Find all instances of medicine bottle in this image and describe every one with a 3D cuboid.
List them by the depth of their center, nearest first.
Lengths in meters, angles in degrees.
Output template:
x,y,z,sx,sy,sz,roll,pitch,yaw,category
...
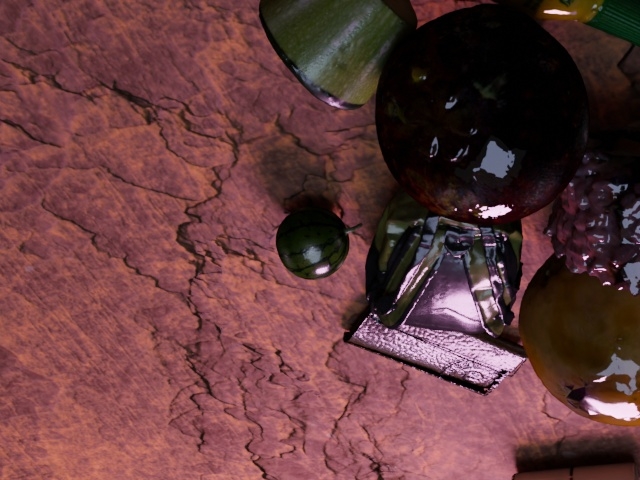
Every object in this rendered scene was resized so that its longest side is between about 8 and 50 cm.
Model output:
x,y,z,sx,sy,sz,roll,pitch,yaw,category
0.273,-0.271,1.491,0.260,0.064,0.095,22,119,-16,medicine bottle

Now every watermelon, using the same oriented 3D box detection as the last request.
x,y,z,sx,sy,sz,roll,pitch,yaw,category
-0.007,0.002,1.805,0.109,0.109,0.109,4,138,4,watermelon

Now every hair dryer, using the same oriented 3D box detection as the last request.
x,y,z,sx,sy,sz,roll,pitch,yaw,category
0.445,0.491,2.276,0.203,0.128,0.362,-9,143,15,hair dryer

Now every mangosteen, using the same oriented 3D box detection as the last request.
x,y,z,sx,sy,sz,roll,pitch,yaw,category
0.190,-0.145,1.475,0.231,0.289,0.231,14,119,28,mangosteen

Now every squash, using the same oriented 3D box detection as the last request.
x,y,z,sx,sy,sz,roll,pitch,yaw,category
0.026,-0.240,1.500,0.123,0.170,0.170,-40,121,22,squash

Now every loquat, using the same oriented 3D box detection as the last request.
x,y,z,sx,sy,sz,roll,pitch,yaw,category
0.383,0.105,1.747,0.263,0.263,0.263,4,138,4,loquat

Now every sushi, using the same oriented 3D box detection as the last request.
x,y,z,sx,sy,sz,roll,pitch,yaw,category
0.396,-0.056,1.596,0.270,0.236,0.171,-3,119,0,sushi

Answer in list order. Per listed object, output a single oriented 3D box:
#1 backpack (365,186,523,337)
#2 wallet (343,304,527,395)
x,y,z,sx,sy,sz,roll,pitch,yaw,category
0.163,0.025,1.775,0.207,0.140,0.253,4,142,0,backpack
0.167,0.153,1.990,0.243,0.039,0.133,22,136,-16,wallet
